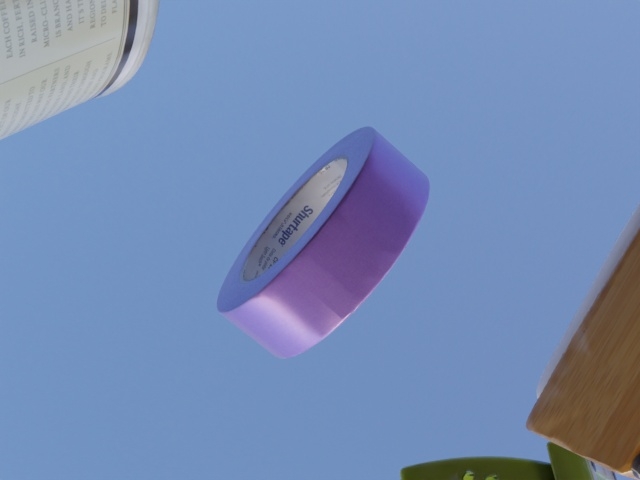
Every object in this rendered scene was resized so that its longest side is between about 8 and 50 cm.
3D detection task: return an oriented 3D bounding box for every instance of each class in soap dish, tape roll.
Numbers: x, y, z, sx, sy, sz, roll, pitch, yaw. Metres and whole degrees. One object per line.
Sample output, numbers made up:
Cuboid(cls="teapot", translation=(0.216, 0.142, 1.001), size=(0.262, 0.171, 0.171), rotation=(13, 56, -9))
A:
Cuboid(cls="soap dish", translation=(0.331, 0.095, 0.656), size=(0.290, 0.118, 0.229), rotation=(20, -74, -20))
Cuboid(cls="tape roll", translation=(0.000, 0.000, 1.023), size=(0.090, 0.275, 0.275), rotation=(39, -99, -15))

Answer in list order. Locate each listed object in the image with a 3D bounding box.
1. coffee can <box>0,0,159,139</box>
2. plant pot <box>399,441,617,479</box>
Cuboid(cls="coffee can", translation=(-0.235, -0.105, 0.364), size=(0.201, 0.202, 0.275), rotation=(42, -130, 15))
Cuboid(cls="plant pot", translation=(0.241, 0.353, 0.992), size=(0.207, 0.228, 0.227), rotation=(-22, -119, 19))
